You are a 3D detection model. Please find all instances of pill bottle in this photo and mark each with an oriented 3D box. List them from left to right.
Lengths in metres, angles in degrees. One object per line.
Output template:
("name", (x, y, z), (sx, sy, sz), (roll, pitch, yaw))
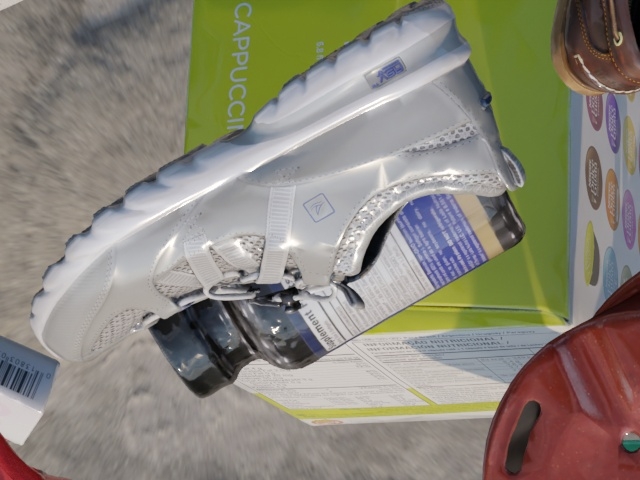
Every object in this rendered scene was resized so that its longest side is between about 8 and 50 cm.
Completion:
("pill bottle", (0.000, 0.000, 1.176), (0.219, 0.123, 0.123), (-30, 92, 4))

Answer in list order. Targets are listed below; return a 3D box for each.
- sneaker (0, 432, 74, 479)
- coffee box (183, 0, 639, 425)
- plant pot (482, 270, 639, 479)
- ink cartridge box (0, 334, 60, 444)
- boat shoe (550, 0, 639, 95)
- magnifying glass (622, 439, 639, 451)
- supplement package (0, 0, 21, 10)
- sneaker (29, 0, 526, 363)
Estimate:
("sneaker", (-0.163, 0.195, 1.313), (0.279, 0.107, 0.118), (50, 57, -13))
("coffee box", (0.095, -0.040, 1.698), (0.338, 0.334, 0.338), (-4, 72, 21))
("plant pot", (0.235, 0.137, 1.220), (0.272, 0.265, 0.272), (1, 92, 25))
("ink cartridge box", (-0.338, 0.126, 1.681), (0.189, 0.232, 0.066), (25, 55, -10))
("boat shoe", (0.171, -0.176, 1.021), (0.073, 0.073, 0.207), (9, 83, -20))
("magnifying glass", (0.239, 0.179, 1.579), (0.026, 0.231, 0.092), (34, 91, -30))
("supplement package", (-0.335, -0.212, 1.159), (0.175, 0.293, 0.177), (-19, 81, 20))
("sneaker", (-0.028, -0.001, 0.984), (0.281, 0.105, 0.115), (-33, 93, 26))
